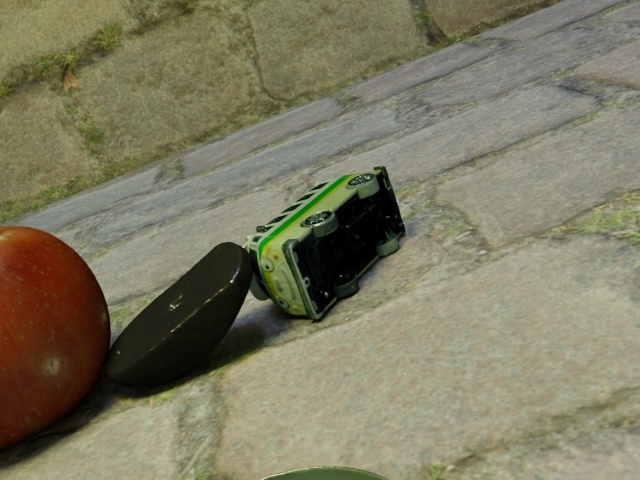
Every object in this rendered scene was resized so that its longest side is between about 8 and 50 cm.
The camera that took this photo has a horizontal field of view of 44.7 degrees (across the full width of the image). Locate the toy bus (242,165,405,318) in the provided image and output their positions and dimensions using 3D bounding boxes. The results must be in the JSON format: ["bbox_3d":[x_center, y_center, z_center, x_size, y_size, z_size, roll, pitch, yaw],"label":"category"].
[{"bbox_3d":[0.000,0.000,1.219,0.164,0.134,0.276,-2,26,40],"label":"toy bus"}]

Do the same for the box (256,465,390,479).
[{"bbox_3d":[-0.008,0.279,0.502,0.226,0.149,0.226,-18,21,7],"label":"box"}]

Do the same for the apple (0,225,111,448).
[{"bbox_3d":[-0.477,0.137,1.131,0.348,0.277,0.348,-18,21,7],"label":"apple"}]

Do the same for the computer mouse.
[{"bbox_3d":[-0.189,0.121,1.124,0.269,0.086,0.137,-42,30,2],"label":"computer mouse"}]
